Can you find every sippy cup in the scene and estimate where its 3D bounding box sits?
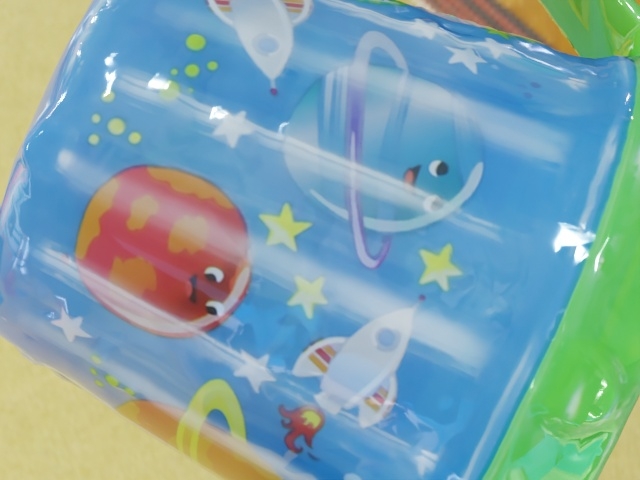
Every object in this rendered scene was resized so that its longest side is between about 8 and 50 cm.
[{"bbox_3d":[0.000,0.000,0.693,0.224,0.240,0.305,25,29,-2],"label":"sippy cup"}]
